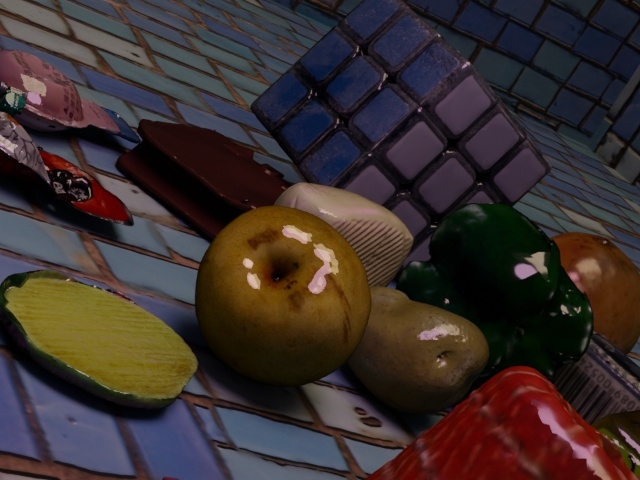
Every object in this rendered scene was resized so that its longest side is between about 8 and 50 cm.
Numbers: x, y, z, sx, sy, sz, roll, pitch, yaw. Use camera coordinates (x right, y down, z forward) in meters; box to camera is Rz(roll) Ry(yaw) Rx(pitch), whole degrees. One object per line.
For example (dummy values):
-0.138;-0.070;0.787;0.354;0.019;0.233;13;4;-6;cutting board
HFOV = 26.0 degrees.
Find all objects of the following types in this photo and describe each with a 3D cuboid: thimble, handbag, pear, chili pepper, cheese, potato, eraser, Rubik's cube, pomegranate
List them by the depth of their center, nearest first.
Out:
0.204;0.288;1.217;0.350;0.230;0.350;47;6;-6;thimble
-0.042;0.066;1.586;0.208;0.209;0.209;29;17;-10;pear
0.106;0.132;1.734;0.194;0.157;0.157;37;18;22;potato
0.430;0.268;1.893;0.332;0.155;0.101;43;18;33;eraser
0.242;0.087;1.904;0.233;0.249;0.257;24;12;-27;chili pepper
-0.376;-0.199;1.956;0.286;0.074;0.189;19;21;-46;cheese
-0.136;-0.078;2.031;0.260;0.084;0.275;36;16;20;handbag
0.127;-0.162;2.200;0.304;0.301;0.305;44;6;-44;Rubik's cube
0.401;0.103;2.210;0.248;0.248;0.248;29;17;-10;pomegranate

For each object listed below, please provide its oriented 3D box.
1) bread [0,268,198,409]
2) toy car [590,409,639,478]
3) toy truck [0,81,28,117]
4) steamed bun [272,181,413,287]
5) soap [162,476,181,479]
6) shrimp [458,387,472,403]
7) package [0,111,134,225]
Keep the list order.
-0.230;0.103;1.430;0.228;0.033;0.228;28;15;-8;bread
0.349;0.283;1.601;0.247;0.198;0.204;-3;36;-39;toy car
-0.415;-0.173;1.812;0.039;0.083;0.044;21;57;-32;toy truck
0.000;0.000;1.885;0.238;0.170;0.152;16;19;-50;steamed bun
-0.055;0.300;1.081;0.250;0.099;0.162;32;10;0;soap
0.246;0.259;1.823;0.178;0.034;0.124;31;24;-9;shrimp
-0.367;-0.102;1.731;0.269;0.071;0.194;35;14;-34;package
